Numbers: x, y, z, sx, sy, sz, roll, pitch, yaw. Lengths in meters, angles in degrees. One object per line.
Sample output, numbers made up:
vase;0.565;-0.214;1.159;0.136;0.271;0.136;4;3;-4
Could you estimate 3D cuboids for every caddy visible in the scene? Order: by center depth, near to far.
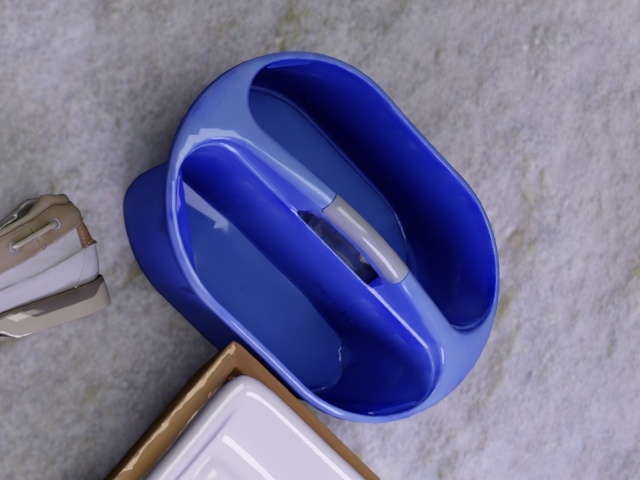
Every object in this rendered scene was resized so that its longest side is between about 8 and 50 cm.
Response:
caddy;0.000;0.000;1.403;0.341;0.179;0.241;45;69;-20

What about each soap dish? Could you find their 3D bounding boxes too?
soap dish;-0.097;0.260;1.367;0.229;0.118;0.291;45;77;-21

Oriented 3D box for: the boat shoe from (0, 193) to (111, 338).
boat shoe;-0.310;0.042;1.280;0.302;0.113;0.103;-19;97;-38
